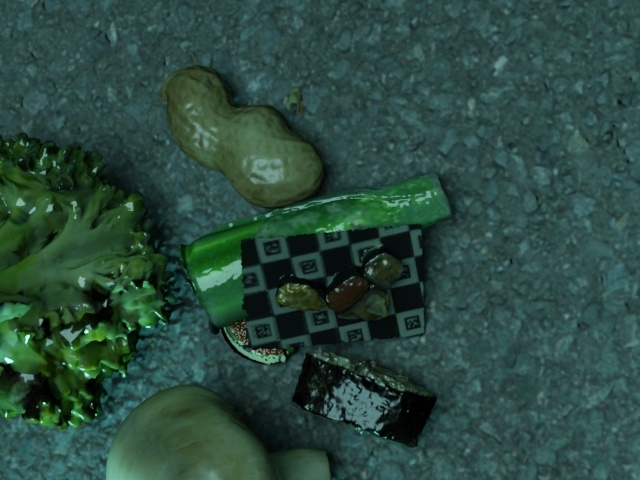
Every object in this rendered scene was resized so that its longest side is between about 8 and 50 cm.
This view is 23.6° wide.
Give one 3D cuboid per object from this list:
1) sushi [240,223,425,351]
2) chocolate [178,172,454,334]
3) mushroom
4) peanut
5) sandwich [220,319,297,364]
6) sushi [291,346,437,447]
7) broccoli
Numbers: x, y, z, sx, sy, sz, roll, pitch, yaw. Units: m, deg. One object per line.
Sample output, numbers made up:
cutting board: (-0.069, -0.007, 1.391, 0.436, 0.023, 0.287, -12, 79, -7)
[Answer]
sushi: (0.013, 0.058, 1.616, 0.201, 0.031, 0.139, -6, 117, -4)
chocolate: (0.000, 0.000, 1.657, 0.291, 0.110, 0.110, -21, 80, 6)
mushroom: (-0.095, 0.270, 1.621, 0.234, 0.254, 0.260, -16, 78, -21)
peanut: (-0.094, -0.115, 1.706, 0.228, 0.085, 0.104, 35, 79, 19)
sandwich: (-0.070, 0.101, 1.716, 0.101, 0.026, 0.069, 17, 88, 16)
sushi: (0.045, 0.166, 1.639, 0.150, 0.090, 0.078, 19, 89, 21)
broccoli: (-0.342, 0.054, 1.717, 0.334, 0.272, 0.324, 47, 141, 9)
